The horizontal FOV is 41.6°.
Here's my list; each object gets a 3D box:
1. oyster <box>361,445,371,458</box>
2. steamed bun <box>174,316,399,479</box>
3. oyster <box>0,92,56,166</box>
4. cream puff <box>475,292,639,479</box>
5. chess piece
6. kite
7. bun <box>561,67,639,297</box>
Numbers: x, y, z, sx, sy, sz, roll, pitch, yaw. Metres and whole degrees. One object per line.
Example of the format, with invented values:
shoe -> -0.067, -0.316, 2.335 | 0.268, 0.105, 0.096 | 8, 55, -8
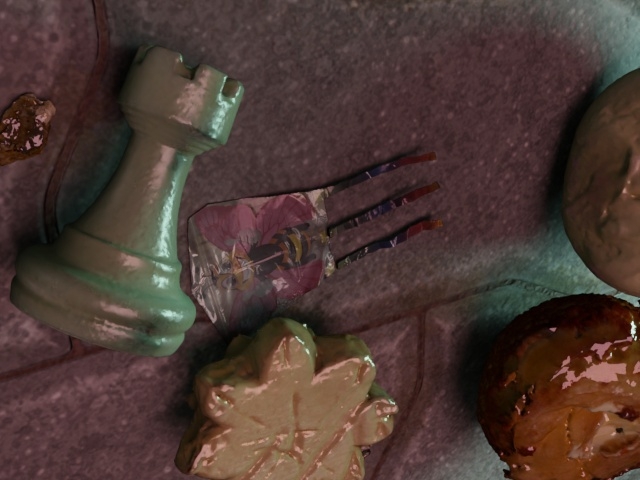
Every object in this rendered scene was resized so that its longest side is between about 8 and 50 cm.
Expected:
oyster -> 0.009, 0.340, 1.251 | 0.108, 0.053, 0.166 | 29, 90, -54
steamed bun -> -0.057, 0.217, 1.107 | 0.295, 0.137, 0.292 | -19, 122, -14
oyster -> -0.309, -0.107, 0.872 | 0.051, 0.034, 0.093 | 21, 106, -27
cream puff -> 0.398, 0.215, 1.295 | 0.350, 0.229, 0.351 | -2, 125, -3
chess piece -> -0.186, -0.047, 0.888 | 0.194, 0.194, 0.299 | 20, 93, -35
kite -> -0.001, -0.002, 1.101 | 0.360, 0.022, 0.204 | -20, 121, -15
bun -> 0.524, -0.074, 1.195 | 0.361, 0.213, 0.361 | -1, 108, -5
